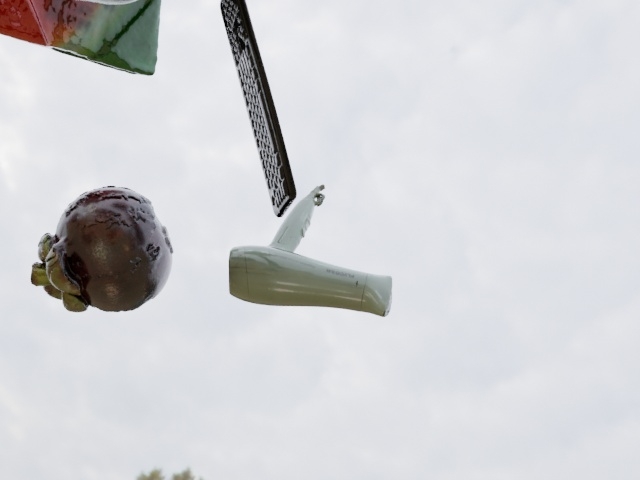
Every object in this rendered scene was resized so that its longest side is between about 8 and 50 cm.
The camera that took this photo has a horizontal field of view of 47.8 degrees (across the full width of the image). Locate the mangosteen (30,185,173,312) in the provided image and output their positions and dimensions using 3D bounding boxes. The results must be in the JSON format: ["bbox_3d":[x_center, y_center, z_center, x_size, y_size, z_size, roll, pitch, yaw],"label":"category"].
[{"bbox_3d":[-0.279,0.020,0.918,0.166,0.180,0.166,57,-15,25],"label":"mangosteen"}]

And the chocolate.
[{"bbox_3d":[-0.464,-0.412,1.119,0.360,0.341,0.161,32,-74,32],"label":"chocolate"}]

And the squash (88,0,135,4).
[{"bbox_3d":[-0.328,-0.318,0.756,0.395,0.107,0.107,15,-45,21],"label":"squash"}]

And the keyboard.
[{"bbox_3d":[-0.054,-0.116,0.800,0.103,0.041,0.381,136,-66,-72],"label":"keyboard"}]

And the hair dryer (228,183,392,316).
[{"bbox_3d":[0.000,0.000,0.957,0.206,0.237,0.075,8,-49,5],"label":"hair dryer"}]
